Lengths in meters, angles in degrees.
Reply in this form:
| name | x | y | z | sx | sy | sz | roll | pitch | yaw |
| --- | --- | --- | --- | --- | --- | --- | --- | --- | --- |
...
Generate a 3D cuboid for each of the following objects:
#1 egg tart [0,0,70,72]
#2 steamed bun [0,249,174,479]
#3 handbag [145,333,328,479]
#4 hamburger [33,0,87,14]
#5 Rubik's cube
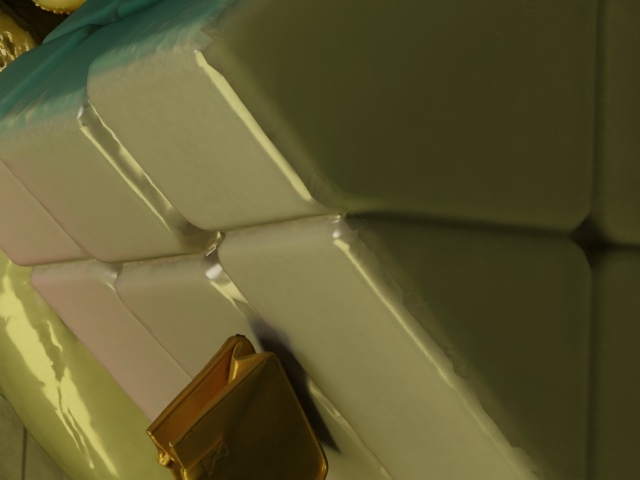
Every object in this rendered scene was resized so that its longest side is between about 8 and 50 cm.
| name | x | y | z | sx | sy | sz | roll | pitch | yaw |
| --- | --- | --- | --- | --- | --- | --- | --- | --- | --- |
| egg tart | -0.215 | -0.107 | 1.391 | 0.290 | 0.115 | 0.290 | 36 | 155 | 20 |
| steamed bun | -0.060 | -0.011 | 1.096 | 0.312 | 0.334 | 0.233 | 66 | 174 | -14 |
| handbag | -0.033 | 0.083 | 0.691 | 0.027 | 0.061 | 0.083 | 26 | 152 | 38 |
| hamburger | -0.133 | -0.190 | 1.104 | 0.081 | 0.126 | 0.141 | 58 | 156 | -12 |
| Rubik's cube | 0.071 | -0.039 | 0.801 | 0.319 | 0.322 | 0.316 | 52 | 156 | -16 |
